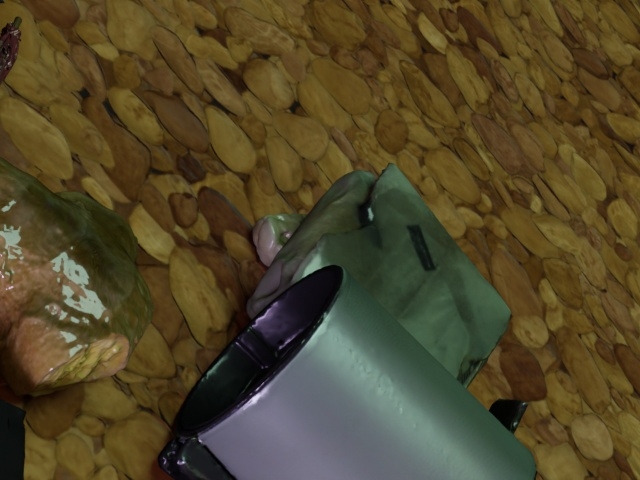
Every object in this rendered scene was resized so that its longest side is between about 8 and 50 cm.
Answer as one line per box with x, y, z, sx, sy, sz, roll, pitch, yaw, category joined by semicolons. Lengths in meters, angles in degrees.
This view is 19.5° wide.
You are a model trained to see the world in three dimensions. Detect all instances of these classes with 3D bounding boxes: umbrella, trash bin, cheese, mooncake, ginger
-0.312;-0.171;1.807;0.027;0.025;0.165;58;26;-34;umbrella
0.032;0.186;1.701;0.262;0.217;0.277;46;72;-12;trash bin
0.000;0.000;2.011;0.194;0.043;0.065;-1;58;-53;cheese
0.058;0.076;1.910;0.254;0.136;0.250;50;42;-7;mooncake
-0.253;0.005;1.609;0.219;0.123;0.270;-19;74;-54;ginger

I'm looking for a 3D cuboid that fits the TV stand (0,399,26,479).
-0.280;0.236;1.387;0.088;0.083;0.269;28;38;-32;TV stand

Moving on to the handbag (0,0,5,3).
-0.370;-0.319;1.738;0.221;0.057;0.144;58;-14;35;handbag
